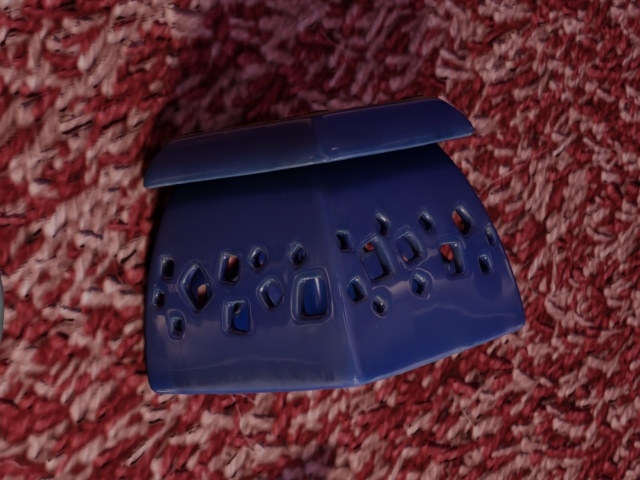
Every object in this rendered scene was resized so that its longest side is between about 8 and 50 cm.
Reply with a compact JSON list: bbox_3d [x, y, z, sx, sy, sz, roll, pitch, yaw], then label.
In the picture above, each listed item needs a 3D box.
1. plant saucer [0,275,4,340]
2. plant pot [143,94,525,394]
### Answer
[{"bbox_3d":[-0.293,0.057,1.329,0.195,0.037,0.194,-4,96,-48],"label":"plant saucer"},{"bbox_3d":[0.000,0.000,1.524,0.236,0.236,0.212,-14,96,-49],"label":"plant pot"}]
